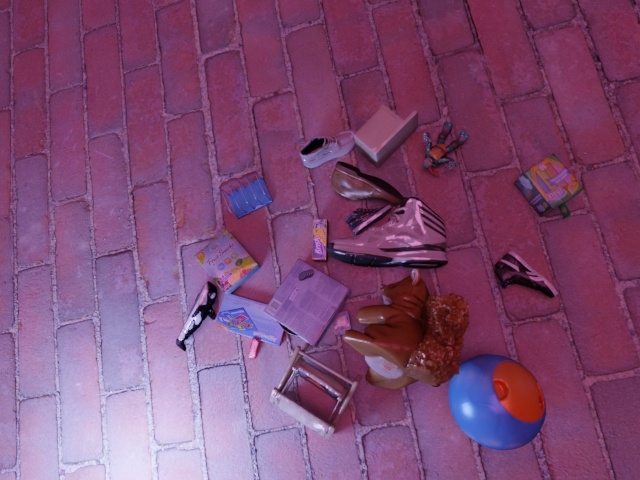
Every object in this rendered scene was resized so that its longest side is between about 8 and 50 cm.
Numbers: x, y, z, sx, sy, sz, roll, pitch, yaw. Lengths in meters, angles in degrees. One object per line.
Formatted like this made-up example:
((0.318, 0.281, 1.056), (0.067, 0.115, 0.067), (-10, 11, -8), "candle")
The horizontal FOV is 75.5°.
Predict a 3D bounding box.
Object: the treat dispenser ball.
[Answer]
((0.563, 0.515, 1.331), (0.288, 0.288, 0.288), (-2, 79, 10), "treat dispenser ball")

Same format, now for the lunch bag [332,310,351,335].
((0.080, 0.317, 1.577), (0.071, 0.053, 0.083), (-13, 67, 6), "lunch bag")

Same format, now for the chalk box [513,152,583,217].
((0.840, -0.180, 1.500), (0.132, 0.132, 0.213), (-34, 76, 2), "chalk box")

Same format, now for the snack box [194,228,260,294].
((-0.379, 0.087, 1.683), (0.174, 0.070, 0.207), (-41, 74, -10), "snack box")

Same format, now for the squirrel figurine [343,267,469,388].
((0.325, 0.283, 1.402), (0.397, 0.281, 0.370), (-5, 38, 41), "squirrel figurine")

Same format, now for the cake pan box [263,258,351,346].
((-0.052, 0.238, 1.576), (0.246, 0.070, 0.266), (27, 77, 24), "cake pan box")

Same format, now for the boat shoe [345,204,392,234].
((0.188, -0.105, 1.634), (0.183, 0.065, 0.083), (-35, 73, 1), "boat shoe")

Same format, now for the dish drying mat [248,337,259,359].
((-0.262, 0.426, 1.624), (0.032, 0.008, 0.083), (18, 103, 15), "dish drying mat")

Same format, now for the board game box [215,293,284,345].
((-0.272, 0.312, 1.652), (0.282, 0.027, 0.145), (14, 80, 12), "board game box")

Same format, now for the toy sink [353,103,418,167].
((0.258, -0.435, 1.643), (0.234, 0.153, 0.131), (-45, 75, 0), "toy sink")

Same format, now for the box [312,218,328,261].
((0.000, 0.000, 1.652), (0.059, 0.054, 0.168), (-1, 80, 10), "box")

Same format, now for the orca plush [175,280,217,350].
((-0.471, 0.309, 1.653), (0.102, 0.151, 0.287), (26, 80, -18), "orca plush")

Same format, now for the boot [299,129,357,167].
((0.036, -0.388, 1.686), (0.258, 0.123, 0.095), (-31, 76, 3), "boot")

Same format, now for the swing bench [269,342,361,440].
((-0.023, 0.548, 1.492), (0.253, 0.165, 0.254), (27, 85, 13), "swing bench")

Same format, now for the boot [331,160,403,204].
((0.184, -0.203, 1.654), (0.305, 0.112, 0.115), (28, 114, 11), "boot")

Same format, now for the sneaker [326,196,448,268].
((0.252, -0.035, 1.572), (0.448, 0.169, 0.257), (3, 75, 2), "sneaker")

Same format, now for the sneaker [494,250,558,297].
((0.724, 0.151, 1.489), (0.121, 0.079, 0.217), (-43, 67, 3), "sneaker")

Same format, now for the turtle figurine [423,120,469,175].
((0.463, -0.353, 1.609), (0.175, 0.118, 0.234), (42, 73, 0), "turtle figurine")

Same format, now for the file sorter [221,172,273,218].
((-0.308, -0.189, 1.718), (0.170, 0.104, 0.118), (-26, 75, 5), "file sorter")
